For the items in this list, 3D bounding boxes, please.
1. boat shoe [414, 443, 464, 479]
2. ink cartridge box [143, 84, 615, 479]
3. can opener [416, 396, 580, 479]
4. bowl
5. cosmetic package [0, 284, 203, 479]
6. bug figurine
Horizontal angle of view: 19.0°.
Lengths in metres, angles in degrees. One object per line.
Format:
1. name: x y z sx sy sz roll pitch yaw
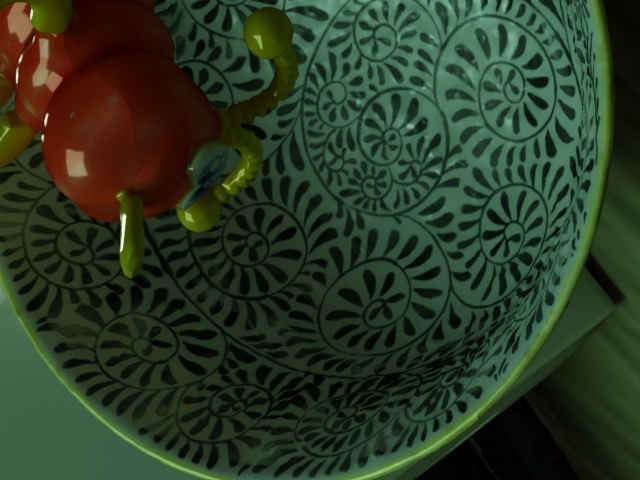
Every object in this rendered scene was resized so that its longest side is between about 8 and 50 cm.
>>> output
1. boat shoe: 0.018 0.067 0.698 0.133 0.042 0.049 51 160 8
2. ink cartridge box: 0.000 0.000 0.531 0.135 0.099 0.056 52 162 8
3. can opener: 0.055 0.073 0.613 0.059 0.073 0.186 -34 95 33
4. bowl: 0.006 -0.030 0.453 0.170 0.080 0.170 2 93 33
5. cosmetic package: -0.077 0.095 0.630 0.224 0.138 0.224 49 -177 -20
6. bug figurine: -0.040 -0.134 0.353 0.216 0.072 0.279 64 147 26
